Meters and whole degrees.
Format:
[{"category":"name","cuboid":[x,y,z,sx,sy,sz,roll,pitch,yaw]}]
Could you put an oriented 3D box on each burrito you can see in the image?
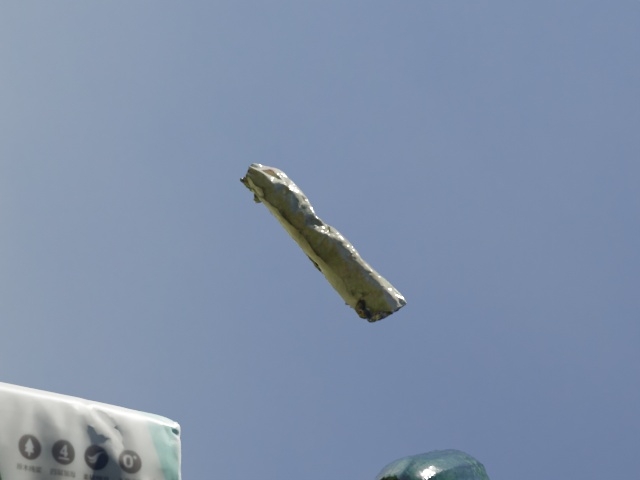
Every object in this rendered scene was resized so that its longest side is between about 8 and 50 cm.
[{"category":"burrito","cuboid":[0.000,0.000,1.516,0.185,0.041,0.045,48,-5,6]}]

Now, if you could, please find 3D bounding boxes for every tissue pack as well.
[{"category":"tissue pack","cuboid":[-0.332,0.238,1.483,0.266,0.356,0.194,-33,-128,43]}]

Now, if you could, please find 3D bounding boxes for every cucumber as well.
[{"category":"cucumber","cuboid":[0.125,0.269,1.900,0.063,0.115,0.244,-67,165,5]}]
